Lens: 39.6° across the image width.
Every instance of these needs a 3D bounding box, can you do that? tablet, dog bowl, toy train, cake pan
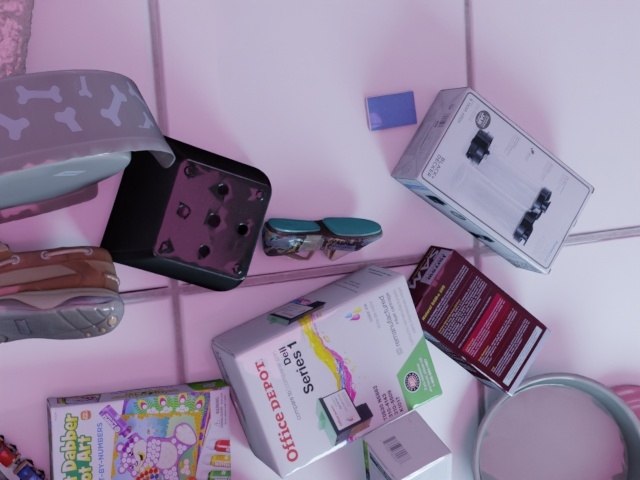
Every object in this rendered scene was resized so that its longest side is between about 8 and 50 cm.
[{"bbox_3d":[0.109,-0.198,1.357,0.083,0.006,0.054,-12,100,-21],"label":"tablet"},{"bbox_3d":[-0.345,-0.095,1.003,0.349,0.349,0.102,-16,90,-21],"label":"dog bowl"},{"bbox_3d":[-0.414,0.278,1.165,0.027,0.036,0.158,-45,110,-13],"label":"toy train"},{"bbox_3d":[0.388,0.363,1.454,0.293,0.054,0.293,0,82,-2],"label":"cake pan"}]

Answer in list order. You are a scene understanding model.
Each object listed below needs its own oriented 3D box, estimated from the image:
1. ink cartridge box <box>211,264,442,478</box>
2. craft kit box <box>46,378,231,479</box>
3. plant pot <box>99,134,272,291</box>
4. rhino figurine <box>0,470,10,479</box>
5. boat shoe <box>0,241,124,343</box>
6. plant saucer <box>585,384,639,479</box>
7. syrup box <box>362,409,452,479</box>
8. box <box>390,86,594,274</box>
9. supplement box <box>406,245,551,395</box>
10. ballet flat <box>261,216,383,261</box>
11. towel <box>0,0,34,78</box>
[{"bbox_3d":[0.010,0.185,1.294,0.278,0.117,0.201,-24,104,-19],"label":"ink cartridge box"},{"bbox_3d":[-0.247,0.329,1.235,0.246,0.061,0.250,-4,97,-20],"label":"craft kit box"},{"bbox_3d":[-0.162,-0.031,1.172,0.188,0.167,0.187,18,89,-25],"label":"plant pot"},{"bbox_3d":[-0.400,0.402,1.152,0.073,0.106,0.243,-24,105,-51],"label":"rhino figurine"},{"bbox_3d":[-0.413,0.062,1.115,0.324,0.123,0.116,0,62,-15],"label":"boat shoe"},{"bbox_3d":[0.549,0.425,1.569,0.332,0.084,0.332,-3,97,-23],"label":"plant saucer"},{"bbox_3d":[0.131,0.373,1.322,0.096,0.093,0.237,-23,134,-19],"label":"syrup box"},{"bbox_3d":[0.273,-0.090,1.395,0.290,0.087,0.169,32,82,-22],"label":"box"},{"bbox_3d":[0.239,0.128,1.410,0.239,0.073,0.130,39,79,-23],"label":"supplement box"},{"bbox_3d":[0.000,0.000,1.309,0.188,0.070,0.070,2,95,-22],"label":"ballet flat"},{"bbox_3d":[-0.448,-0.279,1.088,0.187,0.049,0.282,5,93,-23],"label":"towel"}]
